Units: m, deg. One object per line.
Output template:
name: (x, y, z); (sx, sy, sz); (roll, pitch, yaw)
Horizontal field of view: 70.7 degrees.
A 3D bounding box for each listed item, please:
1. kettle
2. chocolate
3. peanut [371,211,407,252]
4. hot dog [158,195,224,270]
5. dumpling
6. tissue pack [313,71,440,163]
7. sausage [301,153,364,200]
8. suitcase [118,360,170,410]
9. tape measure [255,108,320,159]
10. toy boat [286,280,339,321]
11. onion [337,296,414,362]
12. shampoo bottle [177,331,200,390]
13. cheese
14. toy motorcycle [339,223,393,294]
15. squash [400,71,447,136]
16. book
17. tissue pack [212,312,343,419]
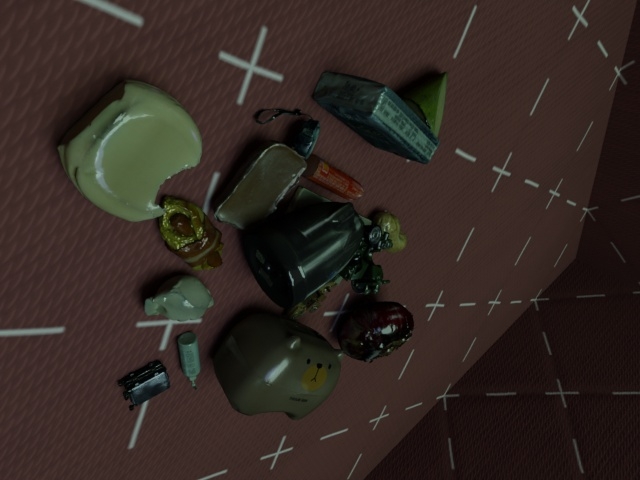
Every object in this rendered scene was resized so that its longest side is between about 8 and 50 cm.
kettle: (-0.026, 0.033, 1.286); (0.324, 0.228, 0.321); (-31, 158, -29)
chocolate: (-0.163, -0.149, 1.159); (0.261, 0.083, 0.161); (-48, 143, 7)
peanut: (0.250, -0.025, 1.629); (0.103, 0.098, 0.229); (-27, 141, 6)
hot dog: (-0.306, -0.001, 1.114); (0.123, 0.093, 0.262); (-46, 139, -9)
dumpling: (-0.369, 0.162, 1.169); (0.154, 0.111, 0.181); (-23, 131, 11)
tissue pack: (0.158, -0.329, 1.228); (0.315, 0.227, 0.103); (23, 95, -48)
sausage: (0.048, -0.176, 1.348); (0.274, 0.074, 0.074); (22, 101, -49)
suitcase: (-0.481, 0.397, 1.247); (0.126, 0.059, 0.086); (-25, 133, -30)
tape measure: (-0.089, -0.283, 1.174); (0.179, 0.104, 0.107); (15, 130, -16)
toy boat: (-0.029, 0.197, 1.497); (0.206, 0.072, 0.064); (-40, 144, 11)
onion: (0.207, 0.341, 1.758); (0.313, 0.233, 0.314); (-17, 147, -12)
shampoo bottle: (-0.381, 0.357, 1.320); (0.056, 0.056, 0.195); (-19, 130, -34)
cheese: (-0.371, -0.178, 0.907); (0.266, 0.127, 0.233); (-46, 139, -8)
toy motorcycle: (0.140, 0.066, 1.499); (0.205, 0.127, 0.276); (-4, 113, -46)
squash: (0.364, -0.409, 1.402); (0.260, 0.189, 0.190); (-30, 134, -21)
book: (0.000, 0.000, 1.448); (0.370, 0.043, 0.261); (20, 102, -48)
tissue pack: (-0.118, 0.384, 1.420); (0.277, 0.267, 0.387); (-51, 138, 4)
